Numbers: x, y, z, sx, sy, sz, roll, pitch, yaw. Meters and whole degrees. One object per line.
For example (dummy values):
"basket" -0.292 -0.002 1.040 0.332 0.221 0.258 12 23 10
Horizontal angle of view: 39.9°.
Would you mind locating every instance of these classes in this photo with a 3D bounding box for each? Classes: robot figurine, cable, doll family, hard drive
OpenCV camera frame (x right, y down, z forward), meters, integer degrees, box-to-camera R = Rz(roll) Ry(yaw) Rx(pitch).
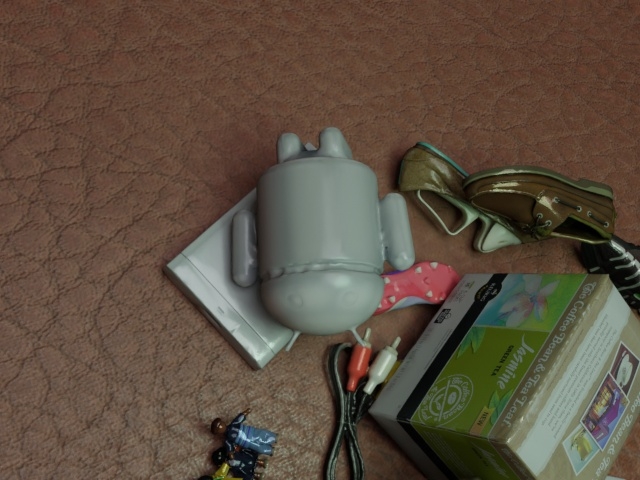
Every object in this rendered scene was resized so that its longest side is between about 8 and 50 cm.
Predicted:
"robot figurine" 0.000 0.000 1.421 0.300 0.200 0.353 -6 75 15
"cable" 0.057 0.284 1.482 0.140 0.072 0.287 28 66 -14
"doll family" -0.140 0.362 1.390 0.111 0.076 0.192 20 64 -10
"hard drive" -0.064 0.020 1.528 0.233 0.047 0.353 48 64 -3

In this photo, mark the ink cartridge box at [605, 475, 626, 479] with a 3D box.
"ink cartridge box" 0.442 0.501 1.579 0.225 0.056 0.180 15 70 -18

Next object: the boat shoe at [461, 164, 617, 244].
"boat shoe" 0.398 -0.058 1.566 0.308 0.111 0.104 5 69 -18

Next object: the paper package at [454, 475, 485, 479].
"paper package" 0.111 0.532 1.290 0.325 0.168 0.309 -15 78 16

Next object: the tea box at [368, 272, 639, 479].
"tea box" 0.318 0.239 1.433 0.220 0.324 0.329 50 62 -24

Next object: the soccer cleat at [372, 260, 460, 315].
"soccer cleat" 0.146 0.089 1.577 0.248 0.095 0.083 -9 82 -38

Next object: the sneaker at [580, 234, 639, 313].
"sneaker" 0.645 0.039 1.773 0.281 0.106 0.162 43 59 -16

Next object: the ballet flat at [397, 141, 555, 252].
"ballet flat" 0.290 -0.055 1.659 0.343 0.116 0.124 29 86 -12
